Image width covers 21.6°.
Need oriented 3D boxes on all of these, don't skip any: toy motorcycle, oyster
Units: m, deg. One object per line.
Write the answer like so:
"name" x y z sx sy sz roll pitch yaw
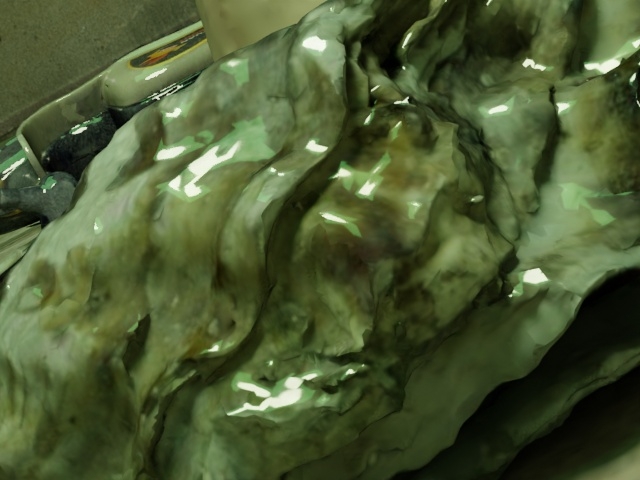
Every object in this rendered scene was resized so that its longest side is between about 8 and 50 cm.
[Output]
"toy motorcycle" -0.120 -0.068 1.085 0.263 0.091 0.157 -28 16 -1
"oyster" 0.000 0.000 0.428 0.268 0.112 0.198 -36 13 -17

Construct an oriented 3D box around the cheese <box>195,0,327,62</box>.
"cheese" 0.041 -0.099 0.702 0.174 0.251 0.247 -17 48 1
